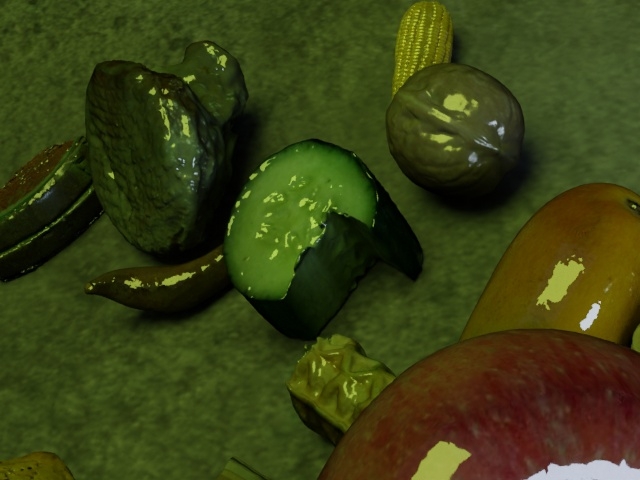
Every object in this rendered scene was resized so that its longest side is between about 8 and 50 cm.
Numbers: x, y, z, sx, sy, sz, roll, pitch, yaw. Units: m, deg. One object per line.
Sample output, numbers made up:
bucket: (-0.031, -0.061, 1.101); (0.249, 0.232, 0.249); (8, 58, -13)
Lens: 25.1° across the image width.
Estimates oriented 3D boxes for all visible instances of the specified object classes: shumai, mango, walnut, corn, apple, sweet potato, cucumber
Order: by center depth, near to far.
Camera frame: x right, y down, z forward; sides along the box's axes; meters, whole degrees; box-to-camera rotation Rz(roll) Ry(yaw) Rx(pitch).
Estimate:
apple: (0.142, 0.219, 1.047); (0.345, 0.345, 0.269); (-43, 10, -12)
mango: (0.214, 0.060, 1.275); (0.139, 0.175, 0.254); (34, 75, 6)
cucumber: (-0.007, -0.003, 1.510); (0.191, 0.130, 0.191); (-21, 43, 21)
walnut: (0.141, -0.116, 1.519); (0.140, 0.140, 0.162); (-39, 29, -7)
sweet potato: (-0.136, 0.038, 1.606); (0.250, 0.059, 0.069); (-18, 70, -1)
corn: (0.118, -0.202, 1.671); (0.067, 0.067, 0.206); (-12, 47, 23)
shumai: (-0.148, -0.113, 1.700); (0.204, 0.222, 0.271); (-8, 64, -30)

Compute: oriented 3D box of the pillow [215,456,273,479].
pillow: (-0.075, 0.312, 1.290); (0.208, 0.052, 0.212); (19, 66, 44)

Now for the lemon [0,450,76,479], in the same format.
lemon: (-0.290, 0.332, 1.235); (0.258, 0.258, 0.310); (5, 61, 36)

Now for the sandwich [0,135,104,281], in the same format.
sandwich: (-0.342, -0.067, 1.824); (0.235, 0.079, 0.159); (-34, 40, 0)

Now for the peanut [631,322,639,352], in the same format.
peanut: (0.394, 0.107, 1.144); (0.298, 0.120, 0.136); (17, 64, 40)

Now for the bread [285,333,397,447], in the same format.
bread: (0.071, 0.175, 1.296); (0.269, 0.087, 0.098); (31, 100, 49)
